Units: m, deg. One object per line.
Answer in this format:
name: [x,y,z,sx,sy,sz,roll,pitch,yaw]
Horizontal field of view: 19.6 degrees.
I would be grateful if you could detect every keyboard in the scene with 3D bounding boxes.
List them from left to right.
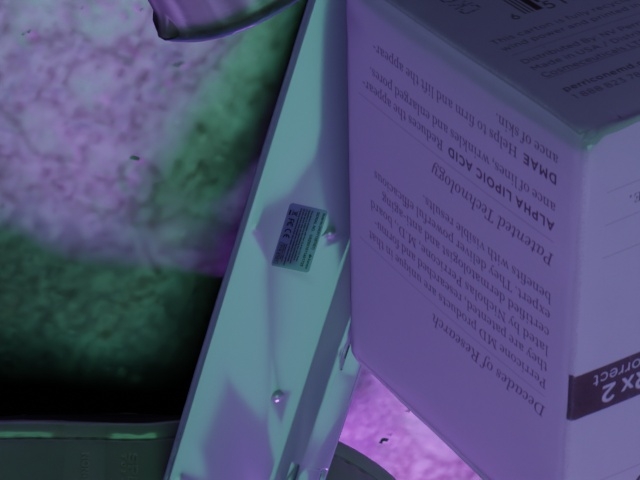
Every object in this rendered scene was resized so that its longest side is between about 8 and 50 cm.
keyboard: [0.000,0.000,0.785,0.072,0.014,0.256,14,106,-14]

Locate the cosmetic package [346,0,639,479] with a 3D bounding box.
cosmetic package: [0.110,-0.014,0.721,0.151,0.151,0.183,-20,128,-24]

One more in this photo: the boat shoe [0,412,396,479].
boat shoe: [-0.073,0.115,0.847,0.228,0.069,0.081,9,86,-19]

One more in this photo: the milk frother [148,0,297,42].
milk frother: [-0.027,-0.145,0.635,0.129,0.143,0.134,-31,122,1]
